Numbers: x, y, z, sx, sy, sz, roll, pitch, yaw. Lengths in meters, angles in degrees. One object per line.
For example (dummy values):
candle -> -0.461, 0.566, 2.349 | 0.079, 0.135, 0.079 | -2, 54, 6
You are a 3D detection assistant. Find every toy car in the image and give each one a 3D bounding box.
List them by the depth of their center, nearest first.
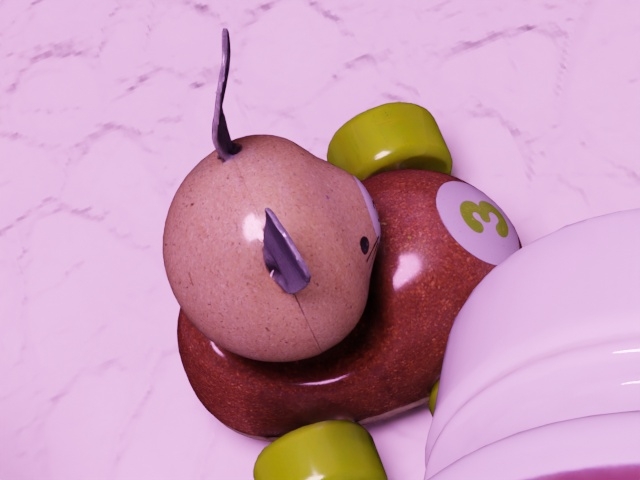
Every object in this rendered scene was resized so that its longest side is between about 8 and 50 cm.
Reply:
toy car -> 0.000, 0.000, 0.751 | 0.149, 0.188, 0.155 | -23, 60, 2

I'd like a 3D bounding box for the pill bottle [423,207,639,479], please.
pill bottle -> 0.107, 0.192, 0.570 | 0.224, 0.224, 0.392 | 0, 47, 14
